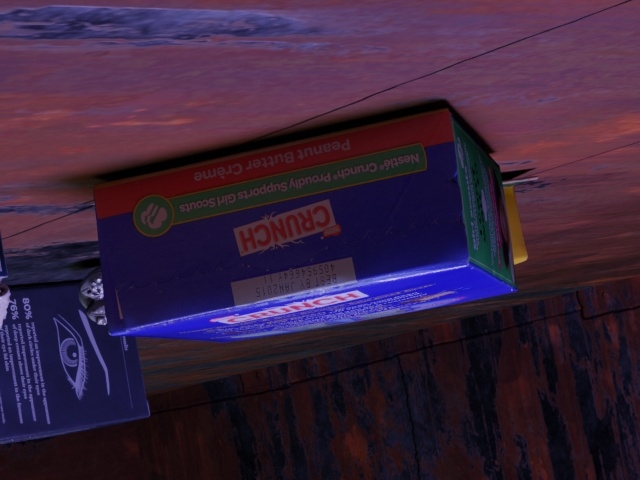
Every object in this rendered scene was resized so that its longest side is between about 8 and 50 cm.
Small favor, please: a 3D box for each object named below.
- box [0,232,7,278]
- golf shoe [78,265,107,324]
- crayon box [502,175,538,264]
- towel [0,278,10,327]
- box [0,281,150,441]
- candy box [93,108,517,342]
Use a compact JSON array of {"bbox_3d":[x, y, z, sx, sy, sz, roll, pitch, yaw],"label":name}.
[{"bbox_3d":[-0.377,0.029,1.488,0.159,0.044,0.233,-16,172,38],"label":"box"},{"bbox_3d":[-0.148,0.032,1.906,0.176,0.069,0.086,-6,-167,-10],"label":"golf shoe"},{"bbox_3d":[0.059,0.012,1.899,0.202,0.081,0.318,-8,173,-21],"label":"crayon box"},{"bbox_3d":[-0.388,0.120,1.767,0.187,0.049,0.282,-6,145,-23],"label":"towel"},{"bbox_3d":[-0.293,0.127,2.009,0.108,0.153,0.207,-16,171,43],"label":"box"},{"bbox_3d":[0.000,0.000,1.513,0.268,0.122,0.317,-11,175,10],"label":"candy box"}]
